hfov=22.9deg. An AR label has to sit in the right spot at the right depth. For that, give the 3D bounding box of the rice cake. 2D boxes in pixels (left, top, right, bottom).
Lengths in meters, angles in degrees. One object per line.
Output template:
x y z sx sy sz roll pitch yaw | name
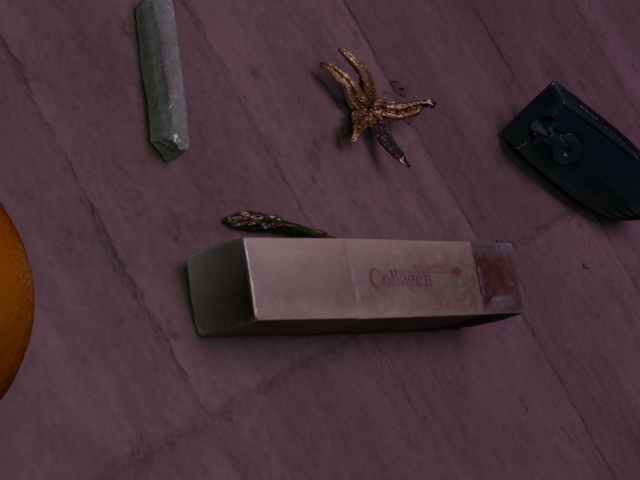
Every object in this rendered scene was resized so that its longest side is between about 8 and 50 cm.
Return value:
-0.141 -0.148 1.407 0.029 0.033 0.171 20 50 -44 | rice cake

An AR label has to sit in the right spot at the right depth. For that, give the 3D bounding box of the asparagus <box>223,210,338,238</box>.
0.000 0.000 1.474 0.233 0.023 0.022 16 9 -42 | asparagus

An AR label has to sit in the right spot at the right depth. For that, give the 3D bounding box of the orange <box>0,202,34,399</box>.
-0.279 0.030 0.999 0.206 0.206 0.206 28 46 -34 | orange

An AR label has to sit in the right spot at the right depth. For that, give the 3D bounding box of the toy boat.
0.315 -0.094 1.841 0.246 0.093 0.103 34 22 -29 | toy boat

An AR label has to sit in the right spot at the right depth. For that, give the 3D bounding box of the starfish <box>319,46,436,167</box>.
0.062 -0.131 1.617 0.130 0.041 0.133 -6 76 -41 | starfish

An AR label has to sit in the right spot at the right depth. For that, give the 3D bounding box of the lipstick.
0.042 0.042 1.433 0.371 0.079 0.076 1 76 -48 | lipstick
